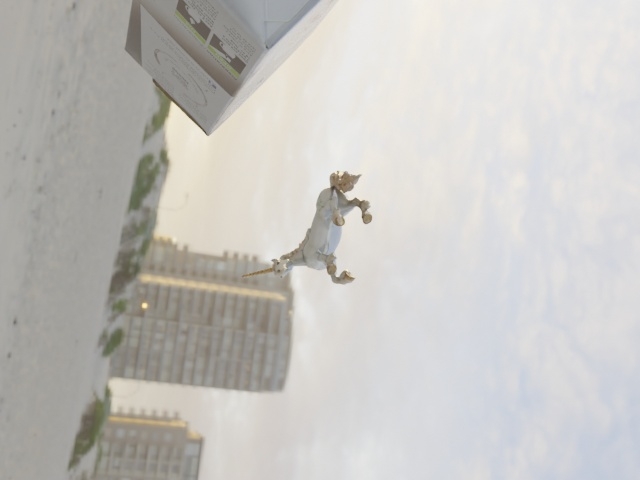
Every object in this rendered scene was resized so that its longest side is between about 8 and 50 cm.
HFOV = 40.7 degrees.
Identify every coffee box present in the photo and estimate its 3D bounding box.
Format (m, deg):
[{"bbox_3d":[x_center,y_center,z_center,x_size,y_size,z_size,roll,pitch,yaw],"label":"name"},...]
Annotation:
[{"bbox_3d":[-0.048,-0.173,0.585,0.141,0.098,0.246,-47,-172,-14],"label":"coffee box"}]

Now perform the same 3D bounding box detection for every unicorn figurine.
[{"bbox_3d":[0.000,0.000,0.911,0.162,0.060,0.111,-59,-149,3],"label":"unicorn figurine"}]
